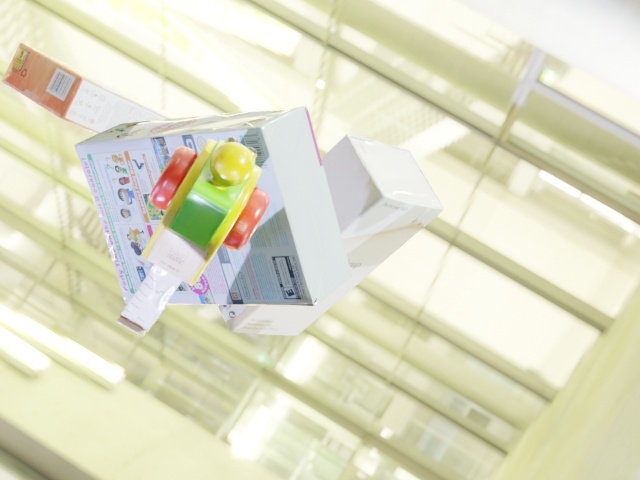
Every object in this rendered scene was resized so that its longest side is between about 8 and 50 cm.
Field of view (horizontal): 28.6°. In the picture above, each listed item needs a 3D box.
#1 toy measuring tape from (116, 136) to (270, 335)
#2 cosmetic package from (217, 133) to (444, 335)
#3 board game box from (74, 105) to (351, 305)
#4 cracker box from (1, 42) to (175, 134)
[{"bbox_3d":[-0.135,-0.013,1.317,0.121,0.121,0.330,-52,0,-38],"label":"toy measuring tape"},{"bbox_3d":[0.000,0.000,1.740,0.309,0.113,0.160,-41,-27,27],"label":"cosmetic package"},{"bbox_3d":[-0.133,-0.037,1.519,0.097,0.303,0.224,-37,-62,-49],"label":"board game box"},{"bbox_3d":[-0.304,-0.186,1.747,0.232,0.155,0.067,24,-85,-52],"label":"cracker box"}]
